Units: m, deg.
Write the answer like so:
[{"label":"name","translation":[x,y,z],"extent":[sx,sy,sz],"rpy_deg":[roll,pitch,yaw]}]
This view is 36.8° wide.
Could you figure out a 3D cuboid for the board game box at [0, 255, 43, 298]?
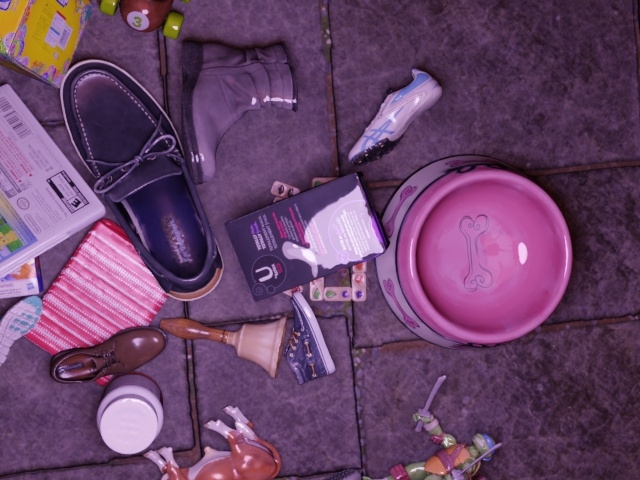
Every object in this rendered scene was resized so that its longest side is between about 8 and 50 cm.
[{"label":"board game box","translation":[-0.708,0.002,1.785],"extent":[0.347,0.078,0.233],"rpy_deg":[-7,94,-9]}]

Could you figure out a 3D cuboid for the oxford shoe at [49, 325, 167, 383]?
[{"label":"oxford shoe","translation":[-0.397,0.225,1.817],"extent":[0.227,0.096,0.082],"rpy_deg":[-20,97,-10]}]

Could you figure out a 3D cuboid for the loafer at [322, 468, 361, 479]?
[{"label":"loafer","translation":[-0.020,0.547,1.919],"extent":[0.251,0.094,0.087],"rpy_deg":[-24,92,-8]}]

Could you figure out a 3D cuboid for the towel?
[{"label":"towel","translation":[-0.421,0.119,1.864],"extent":[0.199,0.031,0.275],"rpy_deg":[35,88,-11]}]

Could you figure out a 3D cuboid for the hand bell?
[{"label":"hand bell","translation":[-0.194,0.186,1.881],"extent":[0.242,0.126,0.126],"rpy_deg":[11,91,1]}]

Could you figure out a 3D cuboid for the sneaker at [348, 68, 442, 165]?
[{"label":"sneaker","translation":[0.138,-0.243,1.926],"extent":[0.237,0.085,0.086],"rpy_deg":[-45,72,-2]}]

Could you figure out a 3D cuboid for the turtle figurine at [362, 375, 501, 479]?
[{"label":"turtle figurine","translation":[0.209,0.427,1.907],"extent":[0.266,0.274,0.198],"rpy_deg":[-35,63,-3]}]

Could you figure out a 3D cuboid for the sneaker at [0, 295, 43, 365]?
[{"label":"sneaker","translation":[-0.594,0.161,1.814],"extent":[0.166,0.076,0.065],"rpy_deg":[-48,130,-3]}]

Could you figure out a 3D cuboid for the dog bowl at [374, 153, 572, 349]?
[{"label":"dog bowl","translation":[0.319,0.029,1.928],"extent":[0.408,0.150,0.408],"rpy_deg":[0,93,-9]}]

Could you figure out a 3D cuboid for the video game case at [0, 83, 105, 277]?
[{"label":"video game case","translation":[-0.602,-0.094,1.723],"extent":[0.300,0.036,0.329],"rpy_deg":[-34,74,-21]}]

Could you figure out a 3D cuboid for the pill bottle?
[{"label":"pill bottle","translation":[-0.352,0.320,1.787],"extent":[0.121,0.221,0.121],"rpy_deg":[0,93,-10]}]

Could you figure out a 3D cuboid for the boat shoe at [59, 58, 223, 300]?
[{"label":"boat shoe","translation":[-0.329,-0.121,1.795],"extent":[0.187,0.156,0.500],"rpy_deg":[-26,89,-9]}]

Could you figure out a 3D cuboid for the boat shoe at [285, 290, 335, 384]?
[{"label":"boat shoe","translation":[-0.040,0.196,1.913],"extent":[0.083,0.065,0.183],"rpy_deg":[-23,100,-8]}]

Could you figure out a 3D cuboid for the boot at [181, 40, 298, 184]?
[{"label":"boot","translation":[-0.145,-0.252,1.780],"extent":[0.223,0.118,0.338],"rpy_deg":[0,58,-8]}]

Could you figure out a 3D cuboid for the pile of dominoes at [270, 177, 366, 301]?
[{"label":"pile of dominoes","translation":[0.000,0.000,1.926],"extent":[0.196,0.040,0.251],"rpy_deg":[-1,92,-10]}]

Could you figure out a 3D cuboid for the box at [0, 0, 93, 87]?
[{"label":"box","translation":[-0.585,-0.416,1.658],"extent":[0.279,0.290,0.177],"rpy_deg":[22,89,1]}]

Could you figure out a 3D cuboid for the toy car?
[{"label":"toy car","translation":[-0.317,-0.468,1.775],"extent":[0.155,0.188,0.149],"rpy_deg":[20,89,-10]}]

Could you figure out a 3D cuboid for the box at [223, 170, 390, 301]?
[{"label":"box","translation":[-0.021,-0.010,1.835],"extent":[0.270,0.143,0.165],"rpy_deg":[-20,92,8]}]

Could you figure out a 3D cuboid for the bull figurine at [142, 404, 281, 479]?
[{"label":"bull figurine","translation":[-0.234,0.464,1.873],"extent":[0.310,0.101,0.188],"rpy_deg":[-29,92,-14]}]
